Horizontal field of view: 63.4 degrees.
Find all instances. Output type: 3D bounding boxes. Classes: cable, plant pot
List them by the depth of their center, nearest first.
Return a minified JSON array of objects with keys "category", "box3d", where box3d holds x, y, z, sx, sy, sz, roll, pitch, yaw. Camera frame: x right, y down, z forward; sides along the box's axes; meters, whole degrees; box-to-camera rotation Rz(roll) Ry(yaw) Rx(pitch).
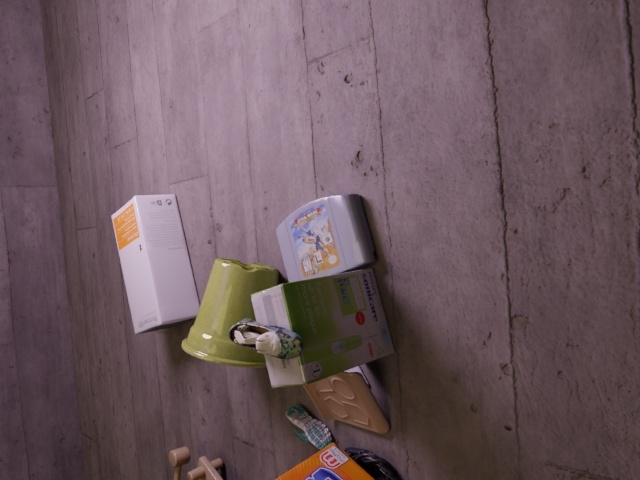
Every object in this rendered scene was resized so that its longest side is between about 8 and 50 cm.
[{"category":"cable","box3d":[0.118,0.583,1.254,0.184,0.047,0.151,-13,85,46]},{"category":"plant pot","box3d":[-0.225,0.187,1.441,0.276,0.276,0.254,11,91,45]}]

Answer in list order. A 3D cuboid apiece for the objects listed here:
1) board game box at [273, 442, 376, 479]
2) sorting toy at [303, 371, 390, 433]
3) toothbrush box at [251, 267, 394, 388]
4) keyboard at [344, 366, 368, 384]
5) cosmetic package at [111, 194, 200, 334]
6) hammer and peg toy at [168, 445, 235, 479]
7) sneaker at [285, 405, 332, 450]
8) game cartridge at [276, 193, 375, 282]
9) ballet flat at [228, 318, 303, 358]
[{"category":"board game box","box3d":[0.005,0.760,1.136,0.356,0.356,0.357,29,123,41]},{"category":"sorting toy","box3d":[0.053,0.377,1.262,0.208,0.038,0.193,-7,119,44]},{"category":"toothbrush box","box3d":[0.011,0.187,1.150,0.122,0.283,0.206,-22,78,44]},{"category":"keyboard","box3d":[0.040,0.270,1.328,0.072,0.014,0.256,-46,63,33]},{"category":"cosmetic package","box3d":[-0.592,0.085,1.857,0.230,0.161,0.453,-24,78,45]},{"category":"hammer and peg toy","box3d":[-0.381,0.871,1.752,0.361,0.127,0.266,32,119,39]},{"category":"sneaker","box3d":[-0.029,0.520,1.403,0.166,0.065,0.076,32,133,43]},{"category":"game cartridge","box3d":[0.000,0.000,1.309,0.297,0.062,0.198,-25,81,45]},{"category":"ballet flat","box3d":[-0.117,0.201,1.034,0.188,0.070,0.070,2,96,45]}]
